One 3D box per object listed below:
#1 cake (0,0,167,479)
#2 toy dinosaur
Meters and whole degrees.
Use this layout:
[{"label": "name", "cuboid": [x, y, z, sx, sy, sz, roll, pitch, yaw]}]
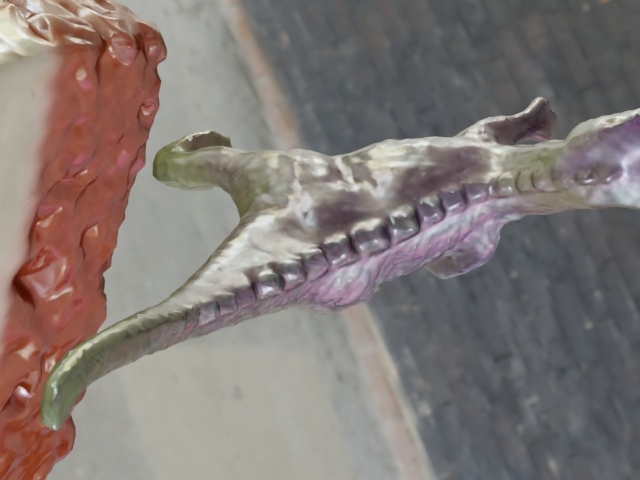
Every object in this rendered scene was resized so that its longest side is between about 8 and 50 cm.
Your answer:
[{"label": "cake", "cuboid": [-0.272, 0.000, 0.675, 0.269, 0.270, 0.319, 28, 28, 24]}, {"label": "toy dinosaur", "cuboid": [0.000, -0.005, 0.554, 0.200, 0.251, 0.072, -177, -99, -65]}]
